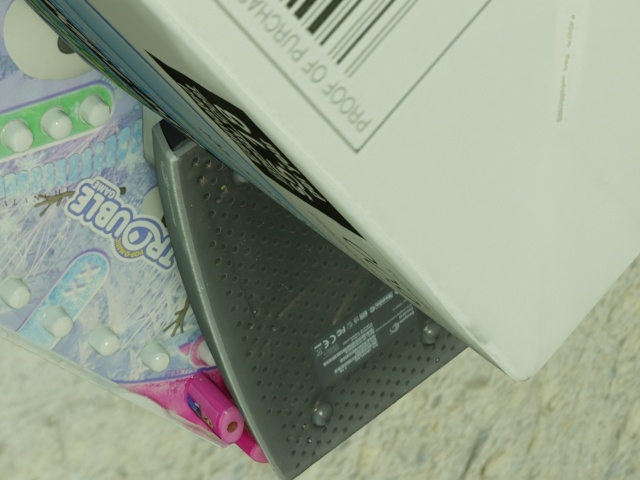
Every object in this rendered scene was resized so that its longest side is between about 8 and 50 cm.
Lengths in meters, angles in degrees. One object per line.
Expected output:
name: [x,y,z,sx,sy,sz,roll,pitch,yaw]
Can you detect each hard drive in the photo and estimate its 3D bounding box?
hard drive: [0.000,0.000,1.055,0.172,0.054,0.254,-36,136,-19]

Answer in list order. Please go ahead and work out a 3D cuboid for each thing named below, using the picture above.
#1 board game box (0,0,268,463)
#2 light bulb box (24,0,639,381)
board game box: [-0.034,-0.090,1.041,0.390,0.050,0.390,-54,140,1]
light bulb box: [-0.045,-0.193,0.680,0.225,0.361,0.358,-48,128,-5]
